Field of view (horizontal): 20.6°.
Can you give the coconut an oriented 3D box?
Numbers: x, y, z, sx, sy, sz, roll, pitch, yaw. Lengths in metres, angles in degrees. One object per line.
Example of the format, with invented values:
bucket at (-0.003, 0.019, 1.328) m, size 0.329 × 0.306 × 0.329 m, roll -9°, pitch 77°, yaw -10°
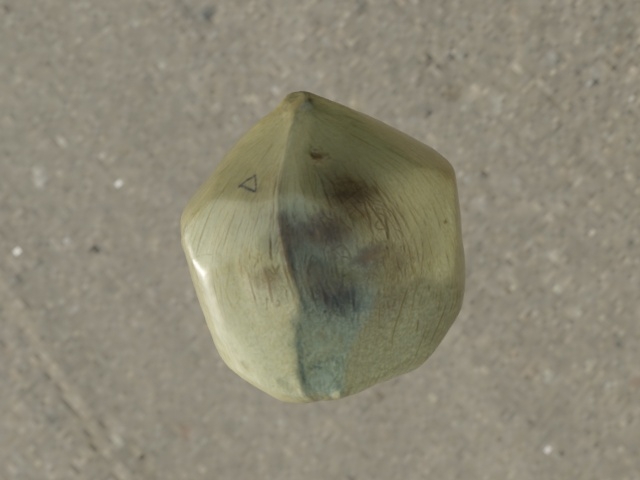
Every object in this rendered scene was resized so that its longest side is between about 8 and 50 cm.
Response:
coconut at (0.000, 0.000, 1.282) m, size 0.224 × 0.224 × 0.224 m, roll 25°, pitch 139°, yaw 24°
